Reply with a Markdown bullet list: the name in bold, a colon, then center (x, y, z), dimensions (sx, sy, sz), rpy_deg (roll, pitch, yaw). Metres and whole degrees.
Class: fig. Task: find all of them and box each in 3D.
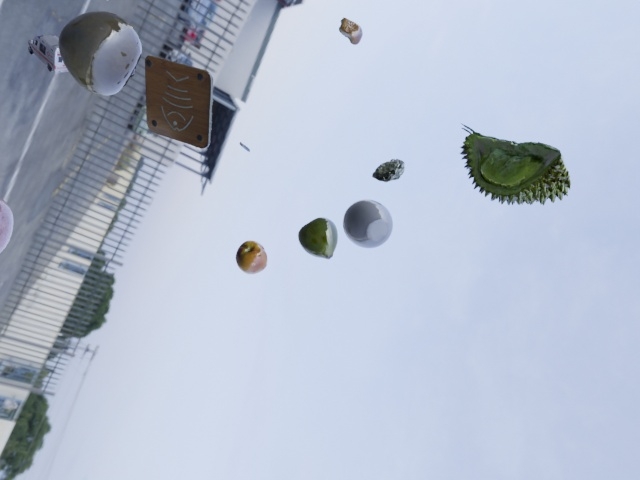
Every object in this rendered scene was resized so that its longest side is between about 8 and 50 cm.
- **fig**: center (0.000, 0.000, 2.193), dimensions (0.203, 0.203, 0.225), rpy_deg (-44, -117, 38)

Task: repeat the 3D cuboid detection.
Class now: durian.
- **durian**: center (0.483, -0.179, 1.114), dimensions (0.352, 0.159, 0.168), rpy_deg (-130, -137, -61)

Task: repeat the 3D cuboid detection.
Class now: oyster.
- **oyster**: center (0.285, -0.286, 1.822), dimensions (0.125, 0.064, 0.177), rpy_deg (24, -132, 37)

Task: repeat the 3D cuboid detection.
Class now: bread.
- **bread**: center (0.146, -0.981, 2.083), dimensions (0.044, 0.126, 0.129), rpy_deg (-36, -149, 52)

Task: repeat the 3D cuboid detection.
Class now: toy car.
- **toy car**: center (-1.050, -0.743, 1.732), dimensions (0.089, 0.210, 0.108), rpy_deg (-35, 159, -42)

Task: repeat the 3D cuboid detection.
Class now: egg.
- **egg**: center (0.169, -0.064, 1.628), dimensions (0.176, 0.176, 0.232), rpy_deg (-60, -165, 11)

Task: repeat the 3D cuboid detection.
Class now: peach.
- **peach**: center (-0.284, 0.073, 1.832), dimensions (0.138, 0.138, 0.138), rpy_deg (-46, -150, 36)

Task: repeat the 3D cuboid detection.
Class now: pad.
- **pad**: center (-0.519, -0.499, 1.626), dimensions (0.018, 0.287, 0.283), rpy_deg (-47, 153, -55)

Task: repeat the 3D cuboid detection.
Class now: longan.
- **longan**: center (-0.500, -0.426, 1.017), dimensions (0.189, 0.189, 0.189), rpy_deg (-46, -150, 36)

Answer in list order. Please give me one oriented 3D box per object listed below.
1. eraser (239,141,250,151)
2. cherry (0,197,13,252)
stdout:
- **eraser**: center (-0.402, -0.498, 2.380), dimensions (0.019, 0.099, 0.027), rpy_deg (-47, -110, 6)
- **cherry**: center (-1.007, -0.022, 1.284), dimensions (0.206, 0.240, 0.239), rpy_deg (68, 42, -76)
